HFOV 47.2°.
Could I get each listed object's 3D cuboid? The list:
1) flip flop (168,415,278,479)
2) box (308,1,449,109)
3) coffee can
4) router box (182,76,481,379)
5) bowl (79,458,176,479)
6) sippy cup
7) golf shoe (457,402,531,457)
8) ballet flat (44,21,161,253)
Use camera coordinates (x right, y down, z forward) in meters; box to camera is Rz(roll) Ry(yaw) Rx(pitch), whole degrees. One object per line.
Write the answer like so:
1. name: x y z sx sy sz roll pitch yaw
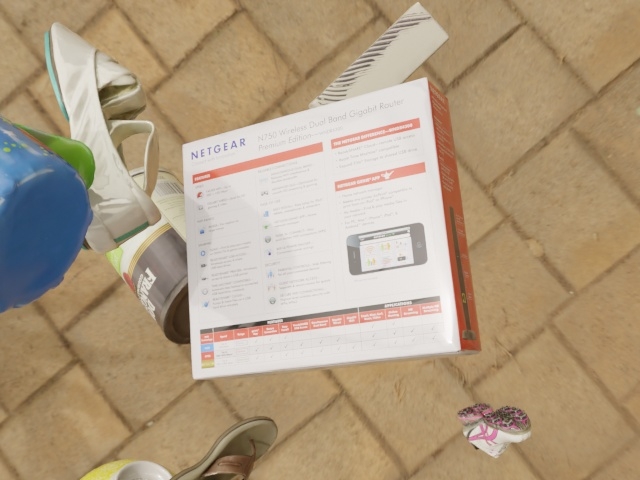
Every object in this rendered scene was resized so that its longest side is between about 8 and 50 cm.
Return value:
1. flip flop: -0.179 0.424 1.318 0.080 0.277 0.112 27 134 38
2. box: 0.108 -0.321 1.404 0.275 0.113 0.094 -44 99 0
3. coffee can: -0.268 0.023 1.331 0.201 0.201 0.275 -48 61 5
4. router box: 0.000 0.000 0.863 0.336 0.082 0.300 -10 77 26
5. bowl: -0.348 0.514 1.388 0.290 0.289 0.156 27 118 8
6. sippy cup: -0.374 -0.042 0.759 0.224 0.240 0.305 25 64 17
7. golf shoe: 0.308 0.330 1.257 0.068 0.186 0.085 -18 88 -19
8. ballet flat: -0.299 -0.162 1.038 0.139 0.139 0.400 -23 60 7
